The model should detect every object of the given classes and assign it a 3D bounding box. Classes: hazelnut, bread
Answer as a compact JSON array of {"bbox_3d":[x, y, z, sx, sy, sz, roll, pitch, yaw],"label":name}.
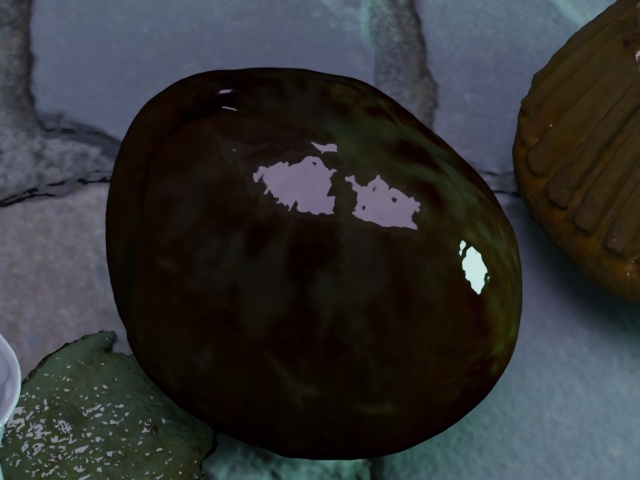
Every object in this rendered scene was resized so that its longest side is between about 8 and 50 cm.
[{"bbox_3d":[0.000,0.000,0.847,0.234,0.218,0.218,19,51,7],"label":"hazelnut"},{"bbox_3d":[0.254,-0.065,0.958,0.274,0.149,0.274,4,43,-4],"label":"bread"}]

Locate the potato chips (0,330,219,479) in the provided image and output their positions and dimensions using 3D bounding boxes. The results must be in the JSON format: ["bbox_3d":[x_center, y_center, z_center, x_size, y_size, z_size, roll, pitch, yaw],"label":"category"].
[{"bbox_3d":[-0.118,0.129,0.856,0.142,0.026,0.209,-16,49,-11],"label":"potato chips"}]

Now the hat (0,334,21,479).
[{"bbox_3d":[-0.228,0.129,0.772,0.203,0.126,0.203,-8,46,8],"label":"hat"}]
